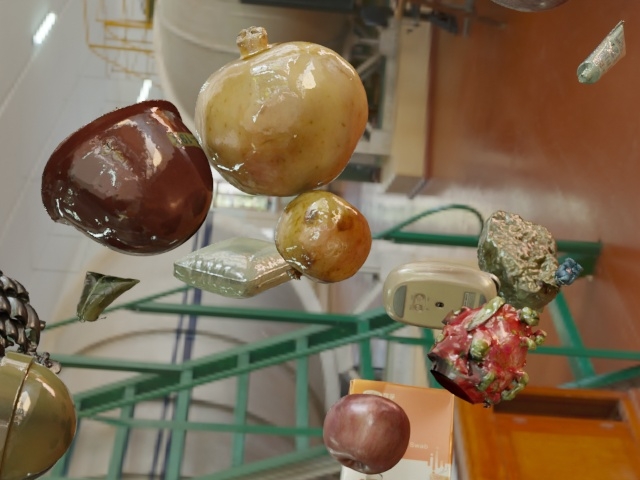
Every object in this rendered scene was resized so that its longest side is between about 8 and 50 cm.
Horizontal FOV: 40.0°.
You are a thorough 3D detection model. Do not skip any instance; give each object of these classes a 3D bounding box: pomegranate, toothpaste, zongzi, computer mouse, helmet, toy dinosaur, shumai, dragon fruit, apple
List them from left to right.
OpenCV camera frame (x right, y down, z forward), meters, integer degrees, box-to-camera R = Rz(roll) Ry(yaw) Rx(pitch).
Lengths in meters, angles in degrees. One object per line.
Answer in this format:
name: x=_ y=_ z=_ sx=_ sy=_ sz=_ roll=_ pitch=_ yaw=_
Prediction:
zongzi: x=-0.438 y=0.123 z=1.805 sx=0.055 sy=0.119 sz=0.109 roll=56 pitch=-136 yaw=-65
helmet: x=-0.355 y=-0.093 z=1.803 sx=0.337 sy=0.230 sz=0.385 roll=-50 pitch=-15 yaw=10
pomegranate: x=-0.102 y=-0.297 z=2.036 sx=0.411 sy=0.412 sz=0.411 roll=-175 pitch=90 yaw=-86
pomegranate: x=0.000 y=0.000 z=1.944 sx=0.215 sy=0.215 sz=0.215 roll=-175 pitch=90 yaw=-86
apple: x=0.078 y=0.338 z=1.528 sx=0.153 sy=0.153 sz=0.120 roll=101 pitch=-176 yaw=-59
computer mouse: x=0.245 y=0.113 z=1.798 sx=0.082 sy=0.237 sz=0.145 roll=-78 pitch=-9 yaw=-63
dragon fruit: x=0.262 y=0.168 z=1.384 sx=0.172 sy=0.160 sz=0.166 roll=-53 pitch=-6 yaw=-13
shumai: x=0.418 y=0.078 z=1.943 sx=0.255 sy=0.189 sz=0.218 roll=-76 pitch=1 yaw=-49
toy dinosaur: x=0.386 y=0.054 z=1.385 sx=0.047 sy=0.030 sz=0.083 roll=-52 pitch=-8 yaw=5
toothpaste: x=0.586 y=-0.378 z=1.814 sx=0.047 sy=0.069 sz=0.268 roll=-31 pitch=7 yaw=46

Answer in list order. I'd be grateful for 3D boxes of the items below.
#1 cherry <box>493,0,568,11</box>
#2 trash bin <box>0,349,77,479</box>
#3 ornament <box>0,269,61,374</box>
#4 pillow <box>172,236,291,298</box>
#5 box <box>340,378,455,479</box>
cherry: x=0.384 y=-0.538 z=1.578 sx=0.307 sy=0.221 sz=0.261 roll=11 pitch=72 yaw=62
trash bin: x=-0.526 y=0.257 z=1.281 sx=0.214 sy=0.334 sz=0.214 roll=-170 pitch=90 yaw=-78
ornament: x=-0.567 y=0.156 z=1.508 sx=0.106 sy=0.261 sz=0.251 roll=-50 pitch=37 yaw=41
pillow: x=-0.204 y=0.070 z=2.339 sx=0.322 sy=0.255 sz=0.119 roll=-23 pitch=-57 yaw=-58
box: x=0.153 y=0.471 z=1.819 sx=0.143 sy=0.225 sz=0.341 roll=93 pitch=-176 yaw=-61
